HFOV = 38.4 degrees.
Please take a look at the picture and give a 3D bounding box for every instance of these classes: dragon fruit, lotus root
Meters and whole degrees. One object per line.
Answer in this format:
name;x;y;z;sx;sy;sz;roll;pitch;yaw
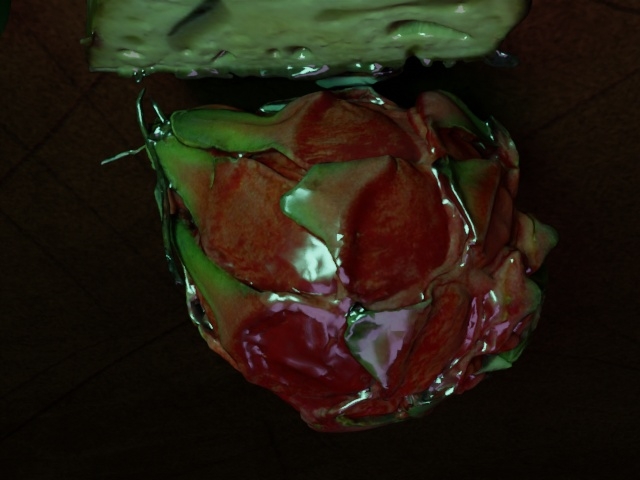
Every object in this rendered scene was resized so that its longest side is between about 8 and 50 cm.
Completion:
dragon fruit;0.000;0.000;0.583;0.293;0.234;0.234;25;139;9
lotus root;-0.024;-0.143;0.469;0.260;0.075;0.170;1;165;10

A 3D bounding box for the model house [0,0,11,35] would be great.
model house;-0.244;-0.165;0.486;0.088;0.117;0.167;5;141;8
